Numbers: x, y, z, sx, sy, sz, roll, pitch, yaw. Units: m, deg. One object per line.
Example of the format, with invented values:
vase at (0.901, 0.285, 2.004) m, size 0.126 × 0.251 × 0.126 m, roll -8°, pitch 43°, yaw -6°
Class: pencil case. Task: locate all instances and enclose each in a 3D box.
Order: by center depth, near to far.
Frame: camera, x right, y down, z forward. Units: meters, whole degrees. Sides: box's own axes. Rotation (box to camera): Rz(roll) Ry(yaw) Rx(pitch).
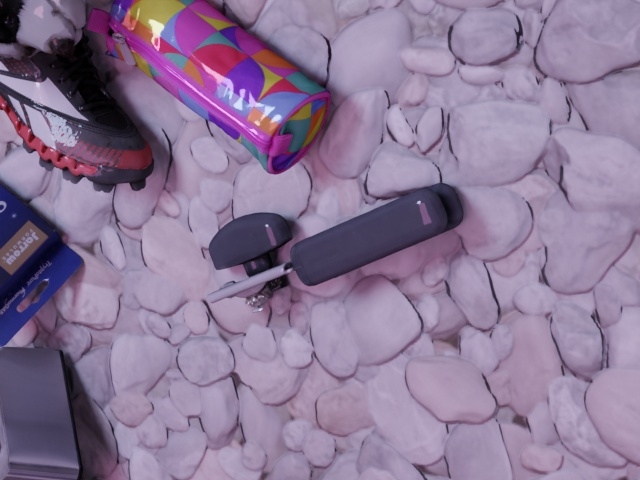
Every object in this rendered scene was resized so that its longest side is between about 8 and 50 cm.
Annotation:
pencil case at (-0.104, -0.161, 1.326) m, size 0.236 × 0.104 × 0.104 m, roll 35°, pitch 117°, yaw 17°

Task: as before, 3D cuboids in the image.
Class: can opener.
can opener at (0.000, 0.000, 1.322) m, size 0.280 × 0.074 × 0.093 m, roll -18°, pitch 93°, yaw 32°

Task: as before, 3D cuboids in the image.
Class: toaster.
toaster at (-0.354, 0.225, 1.527) m, size 0.168 × 0.110 × 0.185 m, roll -32°, pitch 60°, yaw 33°

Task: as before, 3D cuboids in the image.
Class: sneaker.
sneaker at (-0.270, -0.161, 1.419) m, size 0.276 × 0.097 × 0.135 m, roll 38°, pitch 120°, yaw 17°

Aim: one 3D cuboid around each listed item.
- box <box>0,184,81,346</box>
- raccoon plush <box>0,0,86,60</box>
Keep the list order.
box at (-0.383, -0.002, 1.516) m, size 0.225 × 0.036 × 0.136 m, roll 38°, pitch 75°, yaw 15°
raccoon plush at (-0.299, -0.373, 1.325) m, size 0.299 × 0.216 × 0.446 m, roll -36°, pitch 55°, yaw 21°
